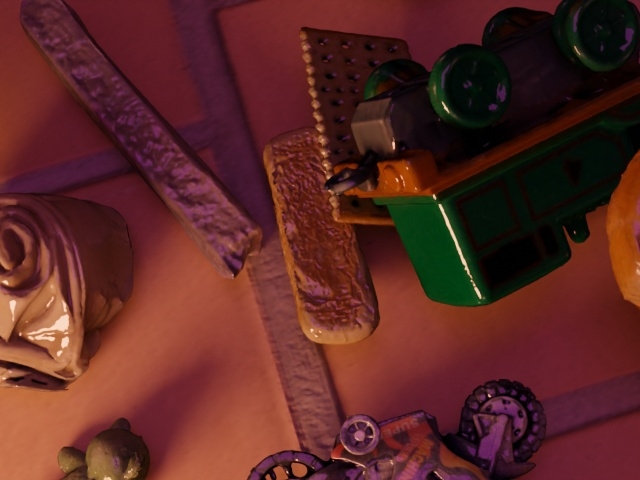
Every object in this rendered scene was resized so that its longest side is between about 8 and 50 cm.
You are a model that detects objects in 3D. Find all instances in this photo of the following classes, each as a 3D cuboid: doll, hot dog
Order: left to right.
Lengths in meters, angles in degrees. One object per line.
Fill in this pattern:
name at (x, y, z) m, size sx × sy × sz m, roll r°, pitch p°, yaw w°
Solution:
doll at (-0.228, 0.247, 1.521) m, size 0.150 × 0.077 × 0.115 m, roll -38°, pitch 34°, yaw 1°
hot dog at (0.000, 0.000, 1.584) m, size 0.084 × 0.073 × 0.242 m, roll -13°, pitch 67°, yaw -5°

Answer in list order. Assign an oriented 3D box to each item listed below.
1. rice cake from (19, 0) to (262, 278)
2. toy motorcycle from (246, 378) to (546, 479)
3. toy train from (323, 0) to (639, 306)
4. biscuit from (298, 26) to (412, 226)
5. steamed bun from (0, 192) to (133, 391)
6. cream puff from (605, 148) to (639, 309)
rice cake at (-0.190, -0.114, 1.640) m, size 0.064 × 0.070 × 0.399 m, roll -37°, pitch 73°, yaw -10°
toy motorcycle at (0.082, 0.247, 1.476) m, size 0.307 × 0.108 × 0.173 m, roll -19°, pitch 76°, yaw -1°
toy train at (0.203, -0.095, 1.532) m, size 0.429 × 0.178 × 0.249 m, roll -26°, pitch 100°, yaw -21°
biscuit at (0.056, -0.120, 1.616) m, size 0.139 × 0.016 × 0.231 m, roll 3°, pitch 62°, yaw -26°
steamed bun at (-0.304, 0.042, 1.551) m, size 0.218 × 0.144 × 0.211 m, roll 2°, pitch 71°, yaw 5°
cream puff at (0.429, 0.029, 1.462) m, size 0.343 × 0.231 × 0.327 m, roll 10°, pitch 76°, yaw 0°
